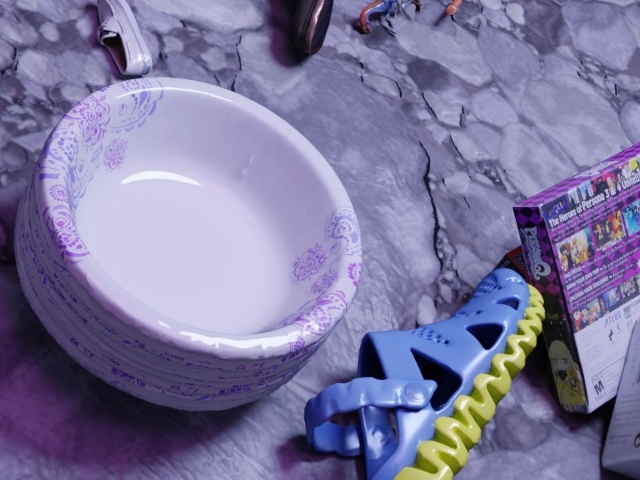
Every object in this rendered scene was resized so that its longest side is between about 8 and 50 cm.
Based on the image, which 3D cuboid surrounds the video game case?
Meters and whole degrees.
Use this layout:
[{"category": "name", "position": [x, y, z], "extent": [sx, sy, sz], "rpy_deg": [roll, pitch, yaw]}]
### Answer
[{"category": "video game case", "position": [0.294, 0.028, 1.600], "extent": [0.232, 0.042, 0.210], "rpy_deg": [-26, 106, -40]}]

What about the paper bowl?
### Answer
[{"category": "paper bowl", "position": [-0.118, 0.013, 1.390], "extent": [0.284, 0.148, 0.284], "rpy_deg": [15, 48, -17]}]

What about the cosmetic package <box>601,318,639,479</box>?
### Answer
[{"category": "cosmetic package", "position": [0.386, 0.162, 1.512], "extent": [0.183, 0.151, 0.151], "rpy_deg": [21, 75, -13]}]

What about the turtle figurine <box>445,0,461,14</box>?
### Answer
[{"category": "turtle figurine", "position": [0.122, -0.383, 1.876], "extent": [0.217, 0.087, 0.269], "rpy_deg": [27, 50, -4]}]

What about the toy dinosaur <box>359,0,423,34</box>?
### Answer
[{"category": "toy dinosaur", "position": [0.073, -0.255, 1.783], "extent": [0.082, 0.047, 0.090], "rpy_deg": [-10, 50, -22]}]

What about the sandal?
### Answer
[{"category": "sandal", "position": [0.093, 0.119, 1.444], "extent": [0.138, 0.126, 0.317], "rpy_deg": [35, 45, 6]}]

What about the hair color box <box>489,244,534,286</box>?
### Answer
[{"category": "hair color box", "position": [0.223, 0.023, 1.620], "extent": [0.141, 0.072, 0.043], "rpy_deg": [-25, 69, -39]}]

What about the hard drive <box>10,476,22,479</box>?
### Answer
[{"category": "hard drive", "position": [-0.215, 0.309, 1.166], "extent": [0.172, 0.054, 0.255], "rpy_deg": [31, 46, -4]}]

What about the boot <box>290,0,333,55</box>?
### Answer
[{"category": "boot", "position": [-0.034, -0.281, 1.736], "extent": [0.106, 0.082, 0.219], "rpy_deg": [9, 48, 2]}]

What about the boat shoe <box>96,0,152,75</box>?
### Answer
[{"category": "boat shoe", "position": [-0.199, -0.201, 1.596], "extent": [0.035, 0.035, 0.100], "rpy_deg": [-12, 68, -38]}]
